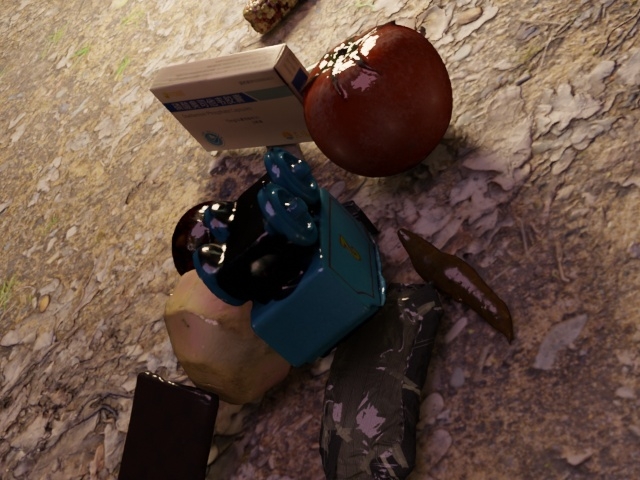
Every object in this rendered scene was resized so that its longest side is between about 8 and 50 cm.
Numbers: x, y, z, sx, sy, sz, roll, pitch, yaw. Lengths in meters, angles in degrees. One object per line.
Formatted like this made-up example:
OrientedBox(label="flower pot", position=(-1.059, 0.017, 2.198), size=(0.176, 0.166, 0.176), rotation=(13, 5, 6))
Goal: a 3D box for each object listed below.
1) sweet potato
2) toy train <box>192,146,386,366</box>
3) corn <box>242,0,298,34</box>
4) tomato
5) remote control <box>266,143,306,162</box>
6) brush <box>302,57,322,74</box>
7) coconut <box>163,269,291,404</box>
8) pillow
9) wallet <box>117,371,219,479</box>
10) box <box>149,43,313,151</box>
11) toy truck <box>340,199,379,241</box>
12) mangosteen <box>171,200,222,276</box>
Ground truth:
OrientedBox(label="sweet potato", position=(0.207, 0.061, 1.366), size=(0.067, 0.067, 0.274), rotation=(-44, 49, -2))
OrientedBox(label="toy train", position=(-0.038, 0.020, 1.331), size=(0.188, 0.265, 0.300), rotation=(-41, 19, 18))
OrientedBox(label="corn", position=(-0.075, -0.581, 2.047), size=(0.253, 0.086, 0.086), rotation=(-46, 44, -5))
OrientedBox(label="tomato", position=(0.105, -0.234, 1.539), size=(0.264, 0.265, 0.265), rotation=(-19, 48, 23))
OrientedBox(label="remote control", position=(-0.078, -0.192, 1.787), size=(0.067, 0.029, 0.261), rotation=(-32, 45, 13))
OrientedBox(label="brush", position=(-0.022, -0.368, 1.885), size=(0.178, 0.030, 0.033), rotation=(-22, 37, 21))
OrientedBox(label="coconut", position=(-0.139, 0.135, 1.450), size=(0.197, 0.236, 0.237), rotation=(-43, 28, 56))
OrientedBox(label="pillow", position=(0.091, 0.203, 1.316), size=(0.161, 0.092, 0.335), rotation=(-2, 56, 28))
OrientedBox(label="wallet", position=(-0.247, 0.336, 1.428), size=(0.182, 0.049, 0.229), rotation=(10, 89, 35))
OrientedBox(label="box", position=(-0.151, -0.269, 1.740), size=(0.343, 0.200, 0.065), rotation=(0, 55, 39))
OrientedBox(label="toy truck", position=(0.000, 0.000, 1.546), size=(0.192, 0.083, 0.092), rotation=(-20, 48, 21))
OrientedBox(label="mangosteen", position=(-0.180, 0.007, 1.607), size=(0.184, 0.172, 0.173), rotation=(-19, 46, 49))
